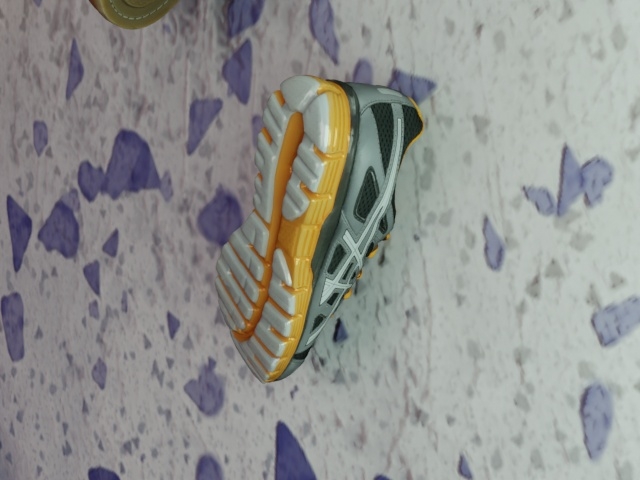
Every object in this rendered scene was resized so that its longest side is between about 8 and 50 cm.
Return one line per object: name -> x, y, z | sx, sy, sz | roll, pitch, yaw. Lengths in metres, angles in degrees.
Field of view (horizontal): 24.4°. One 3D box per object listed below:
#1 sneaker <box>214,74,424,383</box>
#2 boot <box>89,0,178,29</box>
sneaker -> 0.000, 0.000, 0.858 | 0.084, 0.083, 0.215 | 53, 137, 35
boot -> -0.171, -0.284, 0.973 | 0.220, 0.109, 0.283 | 9, 97, 33
